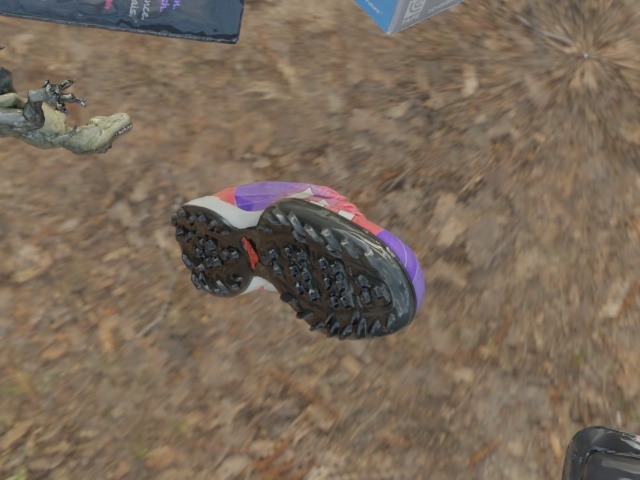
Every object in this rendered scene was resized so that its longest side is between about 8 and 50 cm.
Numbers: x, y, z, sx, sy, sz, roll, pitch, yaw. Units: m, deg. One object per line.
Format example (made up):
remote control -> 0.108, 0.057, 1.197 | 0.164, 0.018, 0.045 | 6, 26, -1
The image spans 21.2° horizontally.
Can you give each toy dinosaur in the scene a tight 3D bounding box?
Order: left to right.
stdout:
toy dinosaur -> -0.286, -0.129, 1.553 | 0.268, 0.118, 0.064 | 14, 62, -23

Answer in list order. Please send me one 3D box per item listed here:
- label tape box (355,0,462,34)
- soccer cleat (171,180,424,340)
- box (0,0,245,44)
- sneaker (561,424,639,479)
label tape box -> 0.059, -0.383, 1.420 | 0.249, 0.115, 0.348 | 48, 143, 22
soccer cleat -> 0.000, 0.000, 1.325 | 0.116, 0.318, 0.109 | -25, 107, -26
box -> -0.187, -0.245, 1.198 | 0.270, 0.143, 0.165 | 6, 108, -18
sneaker -> 0.125, 0.193, 0.928 | 0.268, 0.153, 0.101 | -18, 126, 17
